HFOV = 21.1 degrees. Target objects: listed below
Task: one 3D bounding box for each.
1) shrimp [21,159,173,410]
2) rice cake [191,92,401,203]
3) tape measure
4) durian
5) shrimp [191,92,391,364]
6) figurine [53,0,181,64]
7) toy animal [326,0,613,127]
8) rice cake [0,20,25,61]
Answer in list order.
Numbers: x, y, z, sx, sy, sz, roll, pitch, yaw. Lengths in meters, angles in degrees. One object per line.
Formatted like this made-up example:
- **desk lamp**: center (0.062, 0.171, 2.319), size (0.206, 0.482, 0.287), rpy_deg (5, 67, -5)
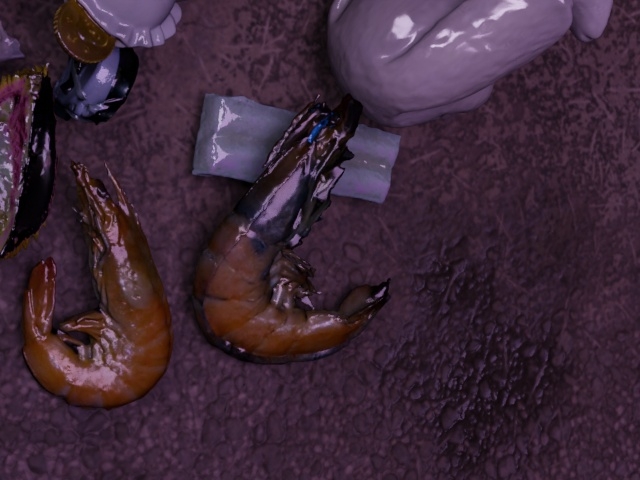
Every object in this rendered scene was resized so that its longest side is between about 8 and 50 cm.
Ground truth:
- **shrimp**: center (-0.216, 0.046, 1.634), size (0.150, 0.068, 0.249), rpy_deg (-10, 103, -25)
- **rice cake**: center (-0.022, -0.091, 1.747), size (0.226, 0.040, 0.085), rpy_deg (9, 88, -30)
- **tape measure**: center (-0.210, -0.153, 1.607), size (0.054, 0.094, 0.091), rpy_deg (27, 80, -29)
- **durian**: center (-0.305, -0.074, 1.572), size (0.108, 0.119, 0.187), rpy_deg (7, 85, 7)
- **shrimp**: center (0.000, 0.000, 1.730), size (0.222, 0.054, 0.290), rpy_deg (24, 96, -32)
- **figurine**: center (-0.171, -0.260, 1.597), size (0.143, 0.143, 0.271), rpy_deg (47, 62, -23)
- **toy animal**: center (0.121, -0.236, 1.738), size (0.265, 0.272, 0.206), rpy_deg (-42, 142, 2)
- **rice cake**: center (-0.455, -0.162, 1.482), size (0.399, 0.070, 0.064), rpy_deg (-11, 103, -29)
